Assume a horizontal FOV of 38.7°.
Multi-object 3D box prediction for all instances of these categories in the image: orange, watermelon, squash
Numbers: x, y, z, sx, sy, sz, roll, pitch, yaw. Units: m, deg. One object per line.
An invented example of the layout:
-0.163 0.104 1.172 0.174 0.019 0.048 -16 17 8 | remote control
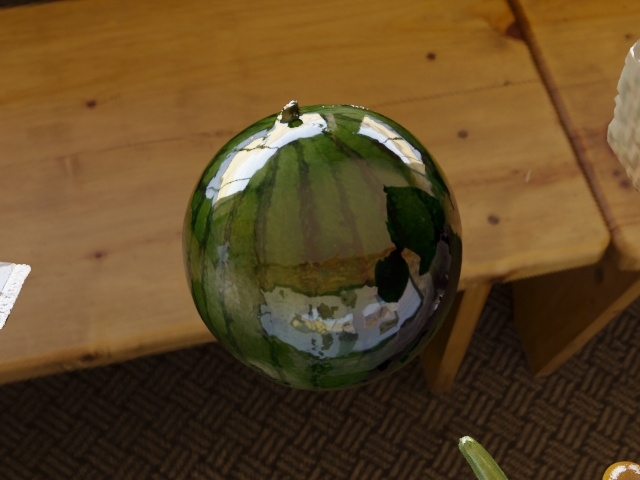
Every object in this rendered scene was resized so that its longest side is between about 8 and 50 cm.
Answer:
0.478 0.387 1.425 0.085 0.085 0.085 2 62 -4 | orange
0.001 0.004 0.768 0.243 0.242 0.242 2 62 -4 | watermelon
0.166 0.229 0.907 0.027 0.027 0.089 -37 99 -21 | squash

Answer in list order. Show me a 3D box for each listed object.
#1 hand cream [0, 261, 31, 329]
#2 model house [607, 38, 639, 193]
-0.327 0.030 0.630 0.234 0.050 0.080 5 35 -3 | hand cream
0.369 -0.060 0.617 0.245 0.312 0.280 -18 60 -2 | model house
